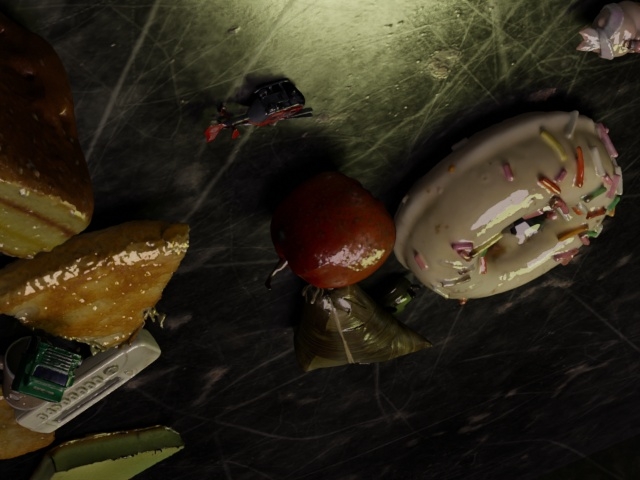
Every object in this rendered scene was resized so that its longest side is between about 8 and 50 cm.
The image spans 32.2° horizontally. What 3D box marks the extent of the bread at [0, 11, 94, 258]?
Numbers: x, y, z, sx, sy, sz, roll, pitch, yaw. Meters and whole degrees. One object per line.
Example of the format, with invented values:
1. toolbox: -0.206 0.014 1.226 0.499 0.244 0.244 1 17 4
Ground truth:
1. bread: -0.305 -0.114 0.996 0.111 0.234 0.184 -32 150 17

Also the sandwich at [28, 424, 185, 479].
1. sandwich: -0.395 0.409 1.980 0.245 0.063 0.212 -4 148 -35

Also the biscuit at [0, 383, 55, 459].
1. biscuit: -0.489 0.284 1.721 0.119 0.029 0.247 -19 151 -8

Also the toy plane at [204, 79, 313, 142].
1. toy plane: -0.072 -0.152 1.328 0.145 0.037 0.060 -21 162 -19

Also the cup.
1. cup: -0.428 0.194 1.571 0.102 0.074 0.099 -10 148 -26

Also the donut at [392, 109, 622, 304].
1. donut: 0.294 -0.041 1.705 0.383 0.142 0.382 -21 152 -12

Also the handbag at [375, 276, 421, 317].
1. handbag: 0.122 0.106 1.898 0.111 0.047 0.072 -49 178 33

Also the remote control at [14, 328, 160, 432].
1. remote control: -0.351 0.209 1.669 0.230 0.049 0.090 -35 155 6

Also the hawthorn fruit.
1. hawthorn fruit: 0.000 0.000 1.505 0.194 0.157 0.157 -36 152 -6

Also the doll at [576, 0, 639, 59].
1. doll: 0.399 -0.272 1.463 0.127 0.084 0.073 -25 151 -20

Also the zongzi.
1. zongzi: 0.084 0.115 1.789 0.241 0.111 0.247 -4 147 -10

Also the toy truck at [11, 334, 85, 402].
1. toy truck: -0.360 0.168 1.456 0.065 0.079 0.147 21 165 -18

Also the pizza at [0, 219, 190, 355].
1. pizza: -0.310 0.077 1.483 0.280 0.075 0.287 -14 152 -13
